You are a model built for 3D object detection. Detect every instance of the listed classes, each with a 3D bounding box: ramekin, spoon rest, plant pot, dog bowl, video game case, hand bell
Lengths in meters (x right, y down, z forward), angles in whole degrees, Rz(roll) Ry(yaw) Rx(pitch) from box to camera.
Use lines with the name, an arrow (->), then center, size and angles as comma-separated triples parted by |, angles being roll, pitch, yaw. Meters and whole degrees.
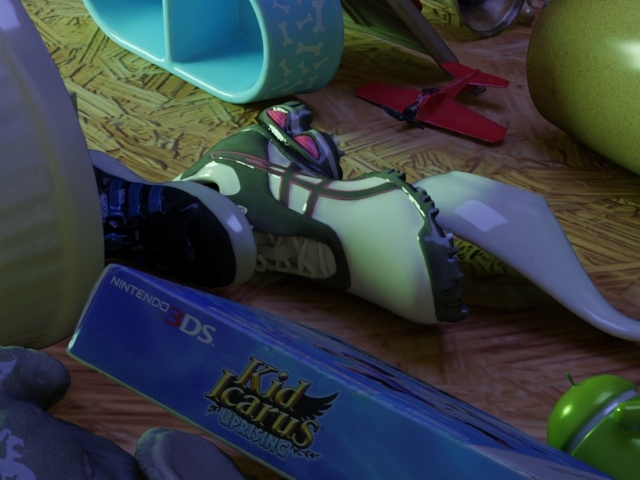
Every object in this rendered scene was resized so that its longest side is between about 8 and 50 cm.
ramekin -> -0.254, -0.042, 1.147 | 0.127, 0.273, 0.273 | -27, 41, -31
spoon rest -> 0.170, 0.014, 1.356 | 0.276, 0.084, 0.137 | 15, -1, 29
plant pot -> 0.305, -0.141, 1.591 | 0.254, 0.237, 0.237 | 14, 22, 42
dog bowl -> -0.108, -0.216, 1.672 | 0.074, 0.166, 0.297 | -28, 43, -36
video game case -> 0.041, 0.106, 1.025 | 0.269, 0.061, 0.244 | 26, 0, 31
hand bell -> 0.079, -0.282, 1.956 | 0.242, 0.126, 0.126 | 14, 23, 39

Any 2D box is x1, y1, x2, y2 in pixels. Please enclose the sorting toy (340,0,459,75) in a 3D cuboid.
sorting toy -> -0.010, -0.267, 1.724 | 0.229, 0.041, 0.307 | 30, -8, 36

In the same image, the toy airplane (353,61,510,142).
toy airplane -> 0.111, -0.125, 1.692 | 0.151, 0.028, 0.151 | 6, 25, -3

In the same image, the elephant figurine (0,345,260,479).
elephant figurine -> -0.076, 0.152, 0.930 | 0.239, 0.169, 0.186 | 20, 52, -13

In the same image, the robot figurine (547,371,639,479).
robot figurine -> 0.179, 0.126, 1.121 | 0.067, 0.101, 0.115 | -34, 67, -24

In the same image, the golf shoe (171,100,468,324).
golf shoe -> 0.000, 0.000, 1.344 | 0.120, 0.105, 0.273 | -25, 33, -22

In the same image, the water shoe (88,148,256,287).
water shoe -> -0.131, -0.004, 1.328 | 0.203, 0.073, 0.080 | 20, 37, 40

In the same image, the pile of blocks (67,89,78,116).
pile of blocks -> -0.353, -0.106, 1.342 | 0.362, 0.113, 0.149 | -6, 29, -10

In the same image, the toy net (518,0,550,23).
toy net -> 0.239, -0.251, 1.975 | 0.232, 0.045, 0.122 | 27, 31, 35
